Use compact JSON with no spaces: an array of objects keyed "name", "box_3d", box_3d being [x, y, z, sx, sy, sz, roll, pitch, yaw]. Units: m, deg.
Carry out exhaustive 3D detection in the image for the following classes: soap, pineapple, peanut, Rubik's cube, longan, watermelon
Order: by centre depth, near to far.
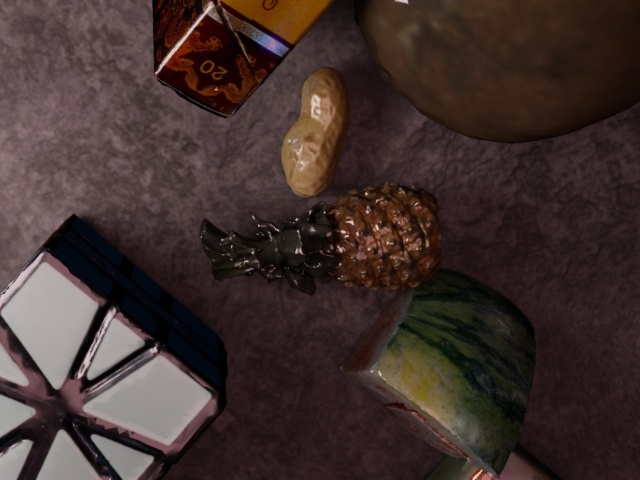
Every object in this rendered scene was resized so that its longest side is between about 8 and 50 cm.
[{"name":"longan","box_3d":[0.252,-0.317,1.293,0.404,0.436,0.404,13,65,-31]},{"name":"Rubik's cube","box_3d":[-0.304,0.174,1.367,0.288,0.283,0.293,43,95,-12]},{"name":"pineapple","box_3d":[0.000,0.000,1.437,0.310,0.170,0.141,-4,87,-6]},{"name":"peanut","box_3d":[-0.007,-0.142,1.460,0.080,0.080,0.174,13,93,-9]},{"name":"watermelon","box_3d":[0.164,0.178,1.513,0.213,0.201,0.261,38,50,-9]},{"name":"soap","box_3d":[0.245,0.377,1.536,0.199,0.138,0.182,39,93,-11]}]

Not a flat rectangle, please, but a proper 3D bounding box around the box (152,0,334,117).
[{"name":"box","box_3d":[-0.034,-0.364,1.252,0.116,0.264,0.415,29,122,-31]}]
